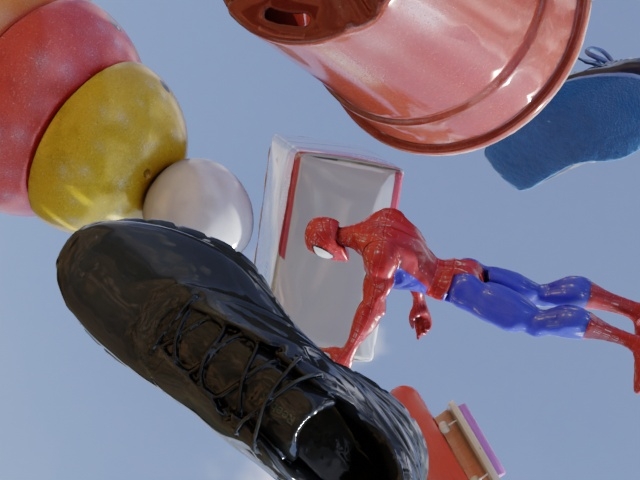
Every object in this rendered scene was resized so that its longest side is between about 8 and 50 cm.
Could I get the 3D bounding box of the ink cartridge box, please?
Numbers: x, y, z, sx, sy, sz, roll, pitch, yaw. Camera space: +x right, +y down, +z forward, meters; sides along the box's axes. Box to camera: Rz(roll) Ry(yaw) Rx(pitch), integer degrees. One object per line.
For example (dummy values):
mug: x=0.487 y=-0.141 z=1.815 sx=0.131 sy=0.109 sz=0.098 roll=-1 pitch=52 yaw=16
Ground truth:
ink cartridge box: x=0.000 y=0.000 z=2.165 sx=0.306 sy=0.131 sz=0.226 roll=-119 pitch=-143 yaw=-81

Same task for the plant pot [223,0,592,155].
plant pot: x=0.055 y=-0.231 z=1.571 sx=0.272 sy=0.265 sz=0.272 roll=-6 pitch=-102 yaw=28

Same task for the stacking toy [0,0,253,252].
stacking toy: x=-0.267 y=-0.116 z=2.100 sx=0.480 sy=0.350 sz=0.351 roll=34 pitch=-53 yaw=19

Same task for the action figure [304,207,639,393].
action figure: x=0.109 y=0.067 z=1.437 sx=0.091 sy=0.280 sz=0.139 roll=-71 pitch=-176 yaw=-62

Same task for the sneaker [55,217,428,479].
sneaker: x=-0.043 y=0.082 z=1.181 sx=0.109 sy=0.286 sz=0.130 roll=-56 pitch=-175 yaw=2

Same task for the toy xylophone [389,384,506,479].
toy xylophone: x=0.080 y=0.330 z=2.150 sx=0.236 sy=0.322 sz=0.081 roll=52 pitch=8 yaw=14

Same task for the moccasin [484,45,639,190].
moccasin: x=0.318 y=-0.165 z=2.249 sx=0.138 sy=0.117 sz=0.342 roll=52 pitch=-30 yaw=-12
